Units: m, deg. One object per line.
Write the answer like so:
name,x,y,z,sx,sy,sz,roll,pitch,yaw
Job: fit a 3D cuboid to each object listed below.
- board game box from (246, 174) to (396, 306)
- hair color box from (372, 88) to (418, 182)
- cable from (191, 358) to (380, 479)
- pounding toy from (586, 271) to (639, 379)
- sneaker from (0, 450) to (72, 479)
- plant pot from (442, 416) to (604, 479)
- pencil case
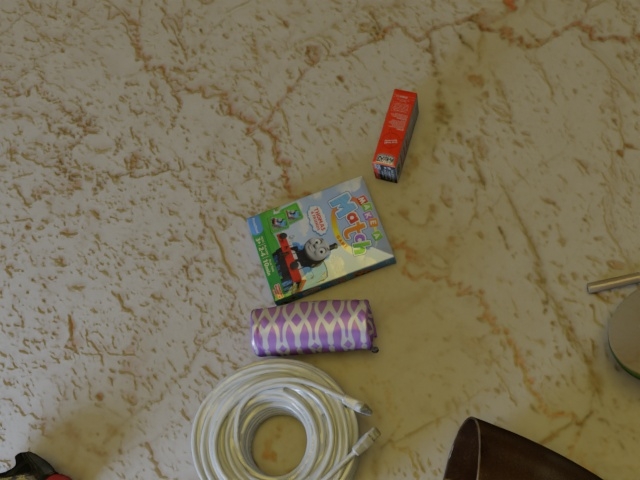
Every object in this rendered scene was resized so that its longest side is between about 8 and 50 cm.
board game box,0.000,0.000,1.574,0.211,0.039,0.160,-21,68,0
hair color box,0.129,-0.177,1.599,0.043,0.072,0.141,13,73,12
cable,-0.065,0.309,1.449,0.257,0.089,0.257,36,80,19
pounding toy,0.530,0.143,1.422,0.183,0.110,0.237,-24,39,12
sneaker,-0.519,0.440,1.469,0.276,0.097,0.135,-43,70,-9
plant pot,0.301,0.380,1.321,0.230,0.215,0.215,14,73,-2
pencil case,-0.011,0.140,1.500,0.206,0.088,0.086,-3,77,7
